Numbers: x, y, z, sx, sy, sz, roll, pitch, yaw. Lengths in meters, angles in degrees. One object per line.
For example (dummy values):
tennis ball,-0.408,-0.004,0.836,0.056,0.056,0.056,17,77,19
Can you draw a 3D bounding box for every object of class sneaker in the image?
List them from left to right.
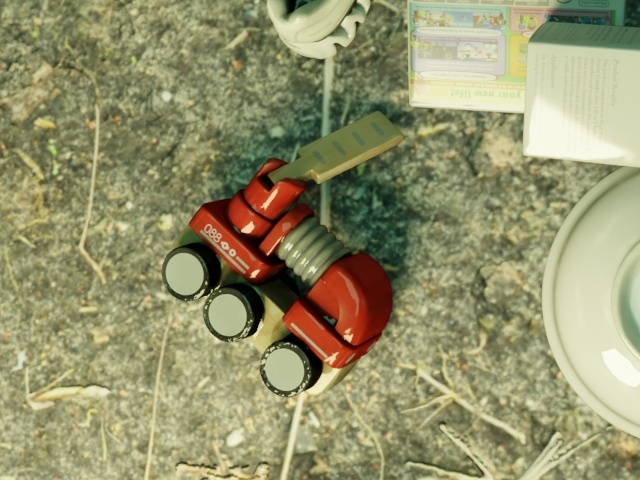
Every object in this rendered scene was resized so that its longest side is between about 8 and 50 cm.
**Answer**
sneaker,0.038,-0.323,1.331,0.110,0.118,0.292,29,96,17

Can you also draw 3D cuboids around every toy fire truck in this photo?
toy fire truck,0.000,0.000,1.337,0.217,0.158,0.246,43,111,13

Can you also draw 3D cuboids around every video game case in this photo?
video game case,0.189,-0.218,1.293,0.212,0.023,0.193,5,116,16

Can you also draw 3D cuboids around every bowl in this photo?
bowl,0.347,0.056,1.226,0.298,0.134,0.297,0,90,16

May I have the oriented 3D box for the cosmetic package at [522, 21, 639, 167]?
cosmetic package,0.308,-0.132,1.223,0.231,0.085,0.117,8,116,18
